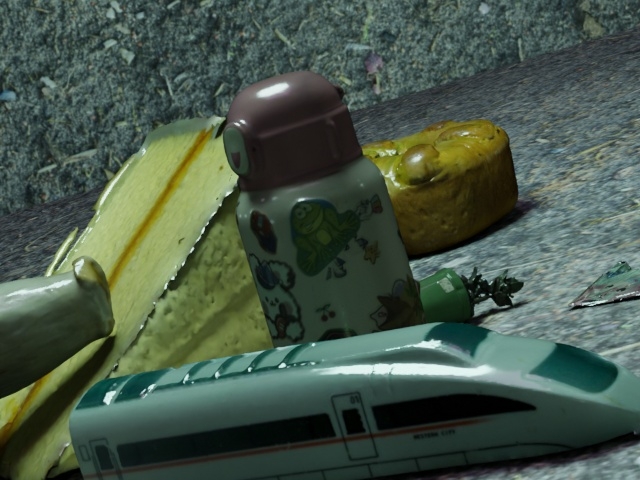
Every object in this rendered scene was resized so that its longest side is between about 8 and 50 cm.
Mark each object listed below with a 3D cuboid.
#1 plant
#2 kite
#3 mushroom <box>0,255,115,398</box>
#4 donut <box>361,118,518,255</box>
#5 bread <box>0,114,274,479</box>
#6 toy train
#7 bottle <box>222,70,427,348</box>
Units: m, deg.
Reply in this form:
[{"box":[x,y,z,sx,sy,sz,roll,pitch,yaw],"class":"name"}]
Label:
[{"box":[0.119,0.044,1.466,0.102,0.051,0.051,-16,9,-22],"class":"plant"},{"box":[0.268,0.028,1.420,0.157,0.011,0.139,-21,13,-13],"class":"kite"},{"box":[-0.317,0.123,1.431,0.351,0.109,0.097,-34,40,12],"class":"mushroom"},{"box":[0.101,-0.056,1.866,0.227,0.113,0.226,-17,9,3],"class":"donut"},{"box":[-0.192,0.039,1.568,0.405,0.242,0.346,-20,7,-37],"class":"bread"},{"box":[0.022,0.108,1.164,0.407,0.088,0.086,-11,11,28],"class":"toy train"},{"box":[0.000,0.000,1.311,0.120,0.253,0.120,-18,10,3],"class":"bottle"}]
